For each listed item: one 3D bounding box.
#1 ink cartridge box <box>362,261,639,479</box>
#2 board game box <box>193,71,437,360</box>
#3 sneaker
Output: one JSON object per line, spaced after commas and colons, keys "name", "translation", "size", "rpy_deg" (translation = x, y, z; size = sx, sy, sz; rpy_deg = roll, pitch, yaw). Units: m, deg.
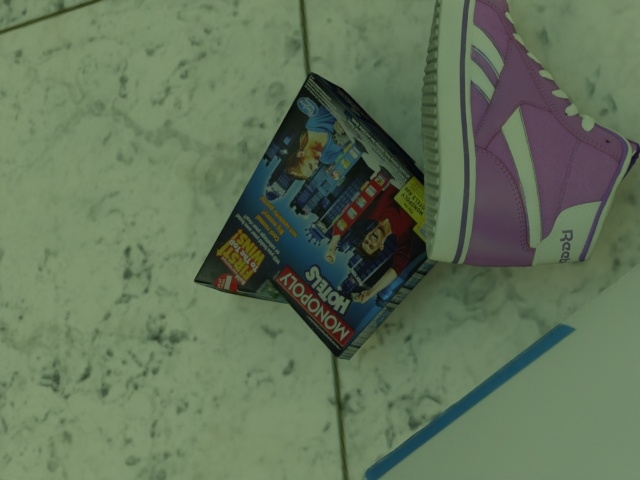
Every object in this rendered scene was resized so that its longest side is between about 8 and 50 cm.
{"name": "ink cartridge box", "translation": [0.253, 0.152, 1.091], "size": [0.285, 0.395, 0.166], "rpy_deg": [-39, 60, 16]}
{"name": "board game box", "translation": [0.000, 0.000, 1.465], "size": [0.194, 0.060, 0.194], "rpy_deg": [-49, 60, 12]}
{"name": "sneaker", "translation": [0.160, -0.098, 1.392], "size": [0.161, 0.102, 0.282], "rpy_deg": [2, 59, -3]}
